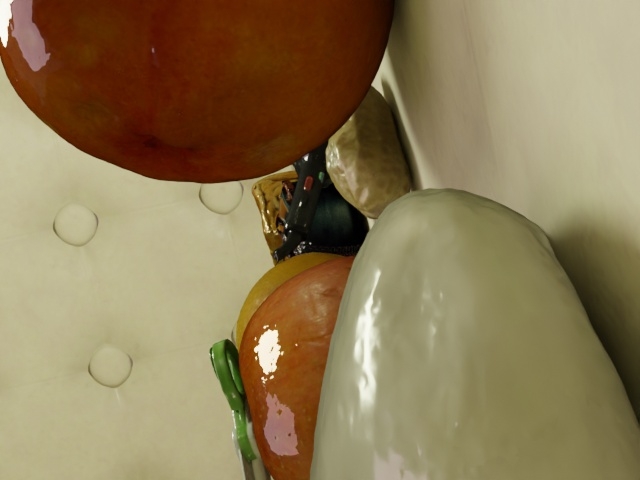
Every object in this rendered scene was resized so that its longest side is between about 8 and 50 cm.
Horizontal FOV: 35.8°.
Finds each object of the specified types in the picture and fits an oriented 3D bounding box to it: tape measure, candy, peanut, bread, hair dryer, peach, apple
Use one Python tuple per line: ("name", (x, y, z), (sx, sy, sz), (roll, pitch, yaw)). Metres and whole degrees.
("tape measure", (0.000, 0.000, 1.527), (0.223, 0.135, 0.202), (-143, 43, -81))
("candy", (0.085, 0.181, 0.534), (0.386, 0.186, 0.427), (-100, 3, -76))
("peanut", (0.040, -0.098, 0.993), (0.080, 0.080, 0.175), (84, 172, -61))
("bread", (-0.032, -0.042, 1.757), (0.143, 0.158, 0.149), (87, 166, -61))
("hair dryer", (-0.011, -0.084, 1.321), (0.236, 0.091, 0.272), (98, -178, -57))
("peach", (-0.104, -0.204, 0.841), (0.343, 0.342, 0.302), (83, -165, -58))
("apple", (0.033, 0.148, 0.981), (0.252, 0.206, 0.272), (77, 177, -60))

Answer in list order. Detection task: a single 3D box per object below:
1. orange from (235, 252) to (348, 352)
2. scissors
("orange", (0.002, 0.122, 1.263), (0.236, 0.236, 0.236), (167, 90, -87))
("scissors", (-0.070, 0.196, 0.976), (0.101, 0.027, 0.204), (54, -164, -51))
